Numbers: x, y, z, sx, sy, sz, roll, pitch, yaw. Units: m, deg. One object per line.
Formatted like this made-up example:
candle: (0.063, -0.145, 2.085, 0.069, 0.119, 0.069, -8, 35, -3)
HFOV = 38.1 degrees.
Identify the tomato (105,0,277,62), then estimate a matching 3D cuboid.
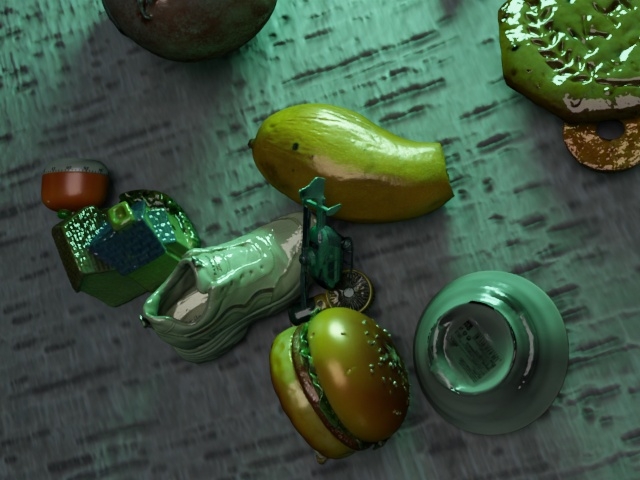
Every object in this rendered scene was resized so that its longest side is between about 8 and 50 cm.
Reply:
tomato: (-0.231, -0.473, 1.645, 0.317, 0.282, 0.316, -2, 79, 12)

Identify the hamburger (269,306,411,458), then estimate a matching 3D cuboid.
hamburger: (0.045, 0.210, 1.440, 0.170, 0.246, 0.246, -31, 71, 21)

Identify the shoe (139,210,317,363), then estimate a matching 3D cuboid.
shoe: (-0.146, 0.062, 1.537, 0.342, 0.210, 0.132, -40, 63, 4)

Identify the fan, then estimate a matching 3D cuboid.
fan: (0.018, 0.103, 1.574, 0.155, 0.039, 0.082, -21, 72, 9)

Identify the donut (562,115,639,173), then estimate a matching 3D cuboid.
donut: (0.468, -0.172, 1.494, 0.152, 0.058, 0.151, -4, 77, 16)

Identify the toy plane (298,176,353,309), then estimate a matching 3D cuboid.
toy plane: (0.000, 0.000, 1.505, 0.060, 0.096, 0.235, 32, 133, 42)

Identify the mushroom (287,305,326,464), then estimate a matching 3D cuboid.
mushroom: (-0.030, 0.237, 1.572, 0.028, 0.026, 0.286, -13, 73, -3)

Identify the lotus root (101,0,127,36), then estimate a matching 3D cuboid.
lotus root: (-0.369, -0.443, 1.789, 0.088, 0.088, 0.165, -31, 81, 8)

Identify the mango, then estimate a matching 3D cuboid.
mango: (0.050, -0.124, 1.561, 0.360, 0.144, 0.186, 21, 75, 14)

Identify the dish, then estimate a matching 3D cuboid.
dish: (0.246, 0.169, 1.439, 0.260, 0.085, 0.260, -7, 77, 30)

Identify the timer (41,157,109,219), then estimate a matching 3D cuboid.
timer: (-0.458, -0.088, 1.730, 0.136, 0.099, 0.136, -1, 87, 27)

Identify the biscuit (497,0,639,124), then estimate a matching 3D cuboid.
biscuit: (0.460, -0.346, 1.508, 0.359, 0.046, 0.359, -8, 63, 15)

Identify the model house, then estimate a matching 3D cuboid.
model house: (-0.353, -0.010, 1.633, 0.214, 0.189, 0.195, -25, 75, 11)

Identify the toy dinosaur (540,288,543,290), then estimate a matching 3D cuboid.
toy dinosaur: (0.304, 0.155, 1.485, 0.180, 0.037, 0.058, -44, 57, -2)
